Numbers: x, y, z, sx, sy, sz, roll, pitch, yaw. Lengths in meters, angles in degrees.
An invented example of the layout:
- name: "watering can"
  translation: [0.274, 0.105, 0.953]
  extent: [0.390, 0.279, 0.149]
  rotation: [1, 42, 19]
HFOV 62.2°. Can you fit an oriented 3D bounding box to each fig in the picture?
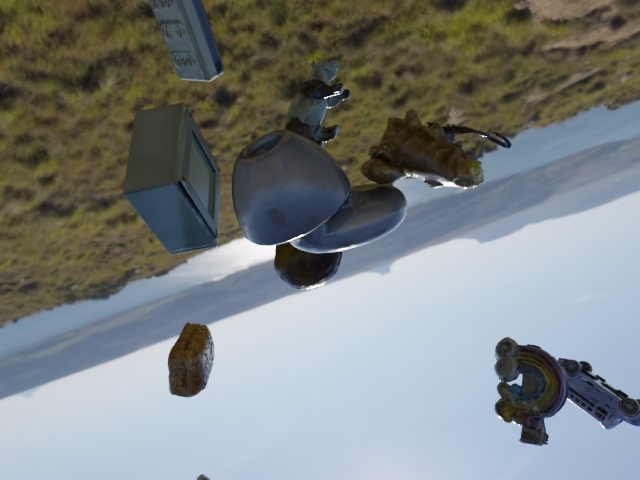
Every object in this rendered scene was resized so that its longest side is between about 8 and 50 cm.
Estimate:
- name: "fig"
  translation: [0.011, 0.032, 1.408]
  extent: [0.290, 0.191, 0.190]
  rotation: [-12, -179, 39]

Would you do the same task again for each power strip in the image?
- name: "power strip"
  translation: [-0.299, -0.473, 1.141]
  extent: [0.105, 0.257, 0.070]
  rotation: [13, -135, 32]

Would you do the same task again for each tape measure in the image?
- name: "tape measure"
  translation: [0.226, -0.149, 0.923]
  extent: [0.104, 0.107, 0.179]
  rotation: [-3, -164, -38]

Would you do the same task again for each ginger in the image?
- name: "ginger"
  translation: [0.169, -0.144, 0.870]
  extent: [0.205, 0.115, 0.081]
  rotation: [10, 167, 21]

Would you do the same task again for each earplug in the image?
- name: "earplug"
  translation: [0.001, -0.066, 0.857]
  extent: [0.214, 0.175, 0.325]
  rotation: [-1, 173, 41]

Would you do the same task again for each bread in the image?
- name: "bread"
  translation: [-0.285, 0.262, 1.184]
  extent: [0.083, 0.114, 0.211]
  rotation: [-3, -168, -5]

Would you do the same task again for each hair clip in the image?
- name: "hair clip"
  translation: [0.344, 0.243, 0.868]
  extent: [0.116, 0.172, 0.049]
  rotation: [-5, 161, 29]

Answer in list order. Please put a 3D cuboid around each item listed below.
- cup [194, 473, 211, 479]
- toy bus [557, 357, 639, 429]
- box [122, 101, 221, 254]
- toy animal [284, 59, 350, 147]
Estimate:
- name: "cup"
  translation: [-0.242, 0.566, 1.074]
  extent: [0.142, 0.134, 0.173]
  rotation: [-56, -165, -24]
- name: "toy bus"
  translation: [0.504, 0.283, 0.959]
  extent: [0.073, 0.076, 0.167]
  rotation: [17, -165, -42]
- name: "box"
  translation: [-0.302, -0.128, 1.132]
  extent: [0.117, 0.225, 0.225]
  rotation: [-10, 146, 6]
- name: "toy animal"
  translation: [-0.007, -0.318, 1.239]
  extent: [0.121, 0.225, 0.094]
  rotation: [22, -174, 17]
